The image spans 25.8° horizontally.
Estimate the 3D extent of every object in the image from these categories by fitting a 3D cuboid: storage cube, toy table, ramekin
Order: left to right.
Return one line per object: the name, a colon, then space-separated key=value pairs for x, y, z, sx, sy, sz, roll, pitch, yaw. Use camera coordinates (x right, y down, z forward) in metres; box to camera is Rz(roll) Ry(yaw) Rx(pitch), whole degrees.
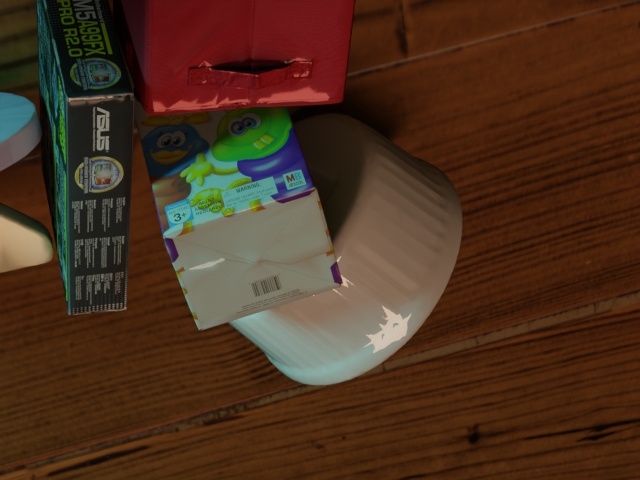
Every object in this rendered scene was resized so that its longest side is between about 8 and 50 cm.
toy table: x=-0.390 y=-0.025 z=1.323 sx=0.274 sy=0.252 sz=0.160 roll=-7 pitch=122 yaw=2
storage cube: x=-0.081 y=-0.245 z=1.222 sx=0.184 sy=0.215 sz=0.193 roll=-5 pitch=130 yaw=-15
ramekin: x=0.000 y=0.000 z=1.466 sx=0.277 sy=0.277 sz=0.135 roll=-38 pitch=128 yaw=19

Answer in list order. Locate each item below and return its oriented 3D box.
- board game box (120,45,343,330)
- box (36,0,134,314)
board game box: x=-0.091 y=-0.077 z=1.338 sx=0.144 sy=0.275 sz=0.142 roll=-18 pitch=138 yaw=-2
box: x=-0.223 y=-0.098 z=1.310 sx=0.060 sy=0.216 sz=0.270 roll=-7 pitch=136 yaw=-16
